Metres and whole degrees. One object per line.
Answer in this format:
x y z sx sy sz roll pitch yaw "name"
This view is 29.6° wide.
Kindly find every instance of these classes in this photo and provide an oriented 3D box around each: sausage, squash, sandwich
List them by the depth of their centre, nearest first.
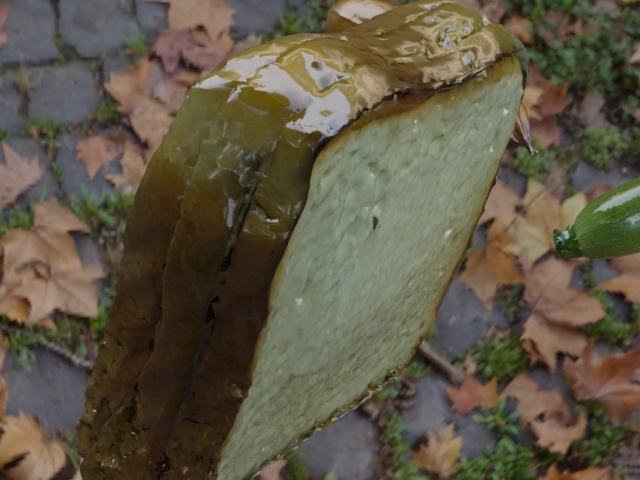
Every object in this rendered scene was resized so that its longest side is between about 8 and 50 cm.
0.000 0.000 0.702 0.099 0.271 0.301 28 29 22 "sandwich"
0.138 -0.199 1.445 0.112 0.112 0.328 -35 52 -22 "sausage"
0.512 -0.061 1.685 0.395 0.107 0.107 -20 67 16 "squash"
